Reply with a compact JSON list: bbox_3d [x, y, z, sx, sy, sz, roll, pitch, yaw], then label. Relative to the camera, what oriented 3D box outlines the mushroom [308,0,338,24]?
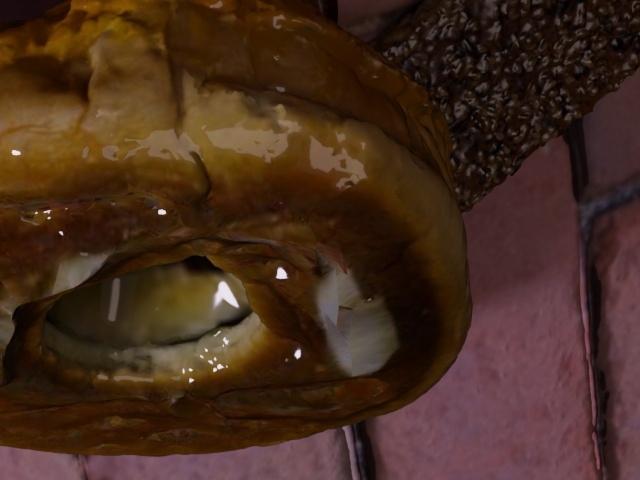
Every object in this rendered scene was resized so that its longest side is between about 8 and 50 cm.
[{"bbox_3d":[-0.046,-0.113,0.960,0.127,0.087,0.127,-9,119,-18],"label":"mushroom"}]

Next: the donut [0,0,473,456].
[{"bbox_3d":[-0.085,-0.012,0.906,0.330,0.160,0.330,-4,153,-2],"label":"donut"}]

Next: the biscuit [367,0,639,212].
[{"bbox_3d":[0.108,-0.103,1.080,0.231,0.025,0.131,-40,124,-4],"label":"biscuit"}]
